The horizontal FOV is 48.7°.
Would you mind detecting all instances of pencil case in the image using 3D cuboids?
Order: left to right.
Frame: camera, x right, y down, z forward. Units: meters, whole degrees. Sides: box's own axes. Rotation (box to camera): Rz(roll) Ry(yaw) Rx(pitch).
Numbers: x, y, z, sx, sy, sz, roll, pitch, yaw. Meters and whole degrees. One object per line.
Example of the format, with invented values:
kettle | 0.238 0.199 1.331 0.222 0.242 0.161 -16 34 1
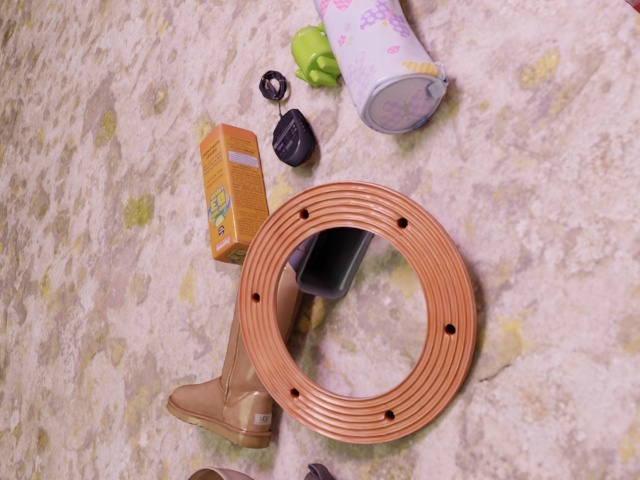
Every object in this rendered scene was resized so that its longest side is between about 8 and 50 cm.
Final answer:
pencil case | 0.076 -0.277 0.973 0.124 0.113 0.273 -36 55 25

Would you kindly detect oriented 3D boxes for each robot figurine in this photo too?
robot figurine | -0.006 -0.289 1.102 0.101 0.067 0.115 -61 42 35

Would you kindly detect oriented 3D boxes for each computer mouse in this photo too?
computer mouse | -0.056 -0.205 1.167 0.071 0.041 0.242 -49 41 31

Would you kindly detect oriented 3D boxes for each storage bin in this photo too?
storage bin | 0.000 0.000 1.007 0.091 0.098 0.135 40 111 57

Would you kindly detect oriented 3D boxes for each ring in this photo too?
ring | 0.038 0.091 0.905 0.337 0.032 0.336 2 94 31

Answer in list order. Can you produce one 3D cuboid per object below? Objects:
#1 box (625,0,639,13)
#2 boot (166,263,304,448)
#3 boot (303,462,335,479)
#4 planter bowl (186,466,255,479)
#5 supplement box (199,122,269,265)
box | 0.384 -0.315 0.624 0.257 0.123 0.128 -37 55 37
boot | -0.130 0.164 1.117 0.236 0.089 0.269 8 86 40
boot | 0.044 0.416 0.859 0.229 0.091 0.263 -15 65 52
planter bowl | -0.122 0.407 1.016 0.162 0.109 0.162 -15 70 45
supplement box | -0.145 -0.079 1.197 0.078 0.080 0.233 -35 57 40
